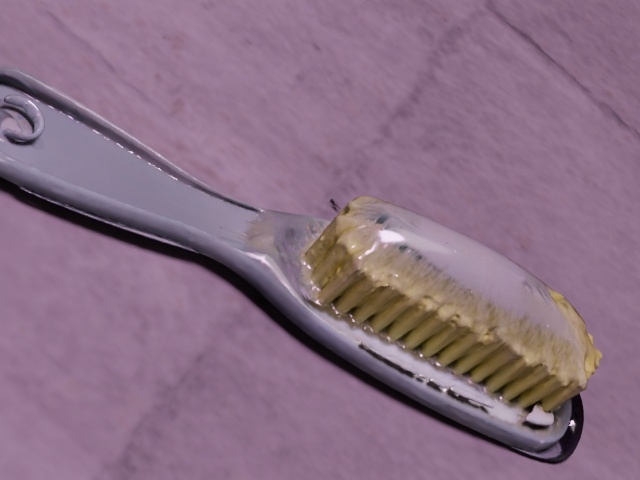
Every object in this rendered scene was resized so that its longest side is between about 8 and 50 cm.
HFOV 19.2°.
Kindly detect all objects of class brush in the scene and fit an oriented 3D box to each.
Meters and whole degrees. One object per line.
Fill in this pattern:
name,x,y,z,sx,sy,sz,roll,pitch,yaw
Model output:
brush,0.000,0.000,0.725,0.297,0.060,0.068,26,43,-21
